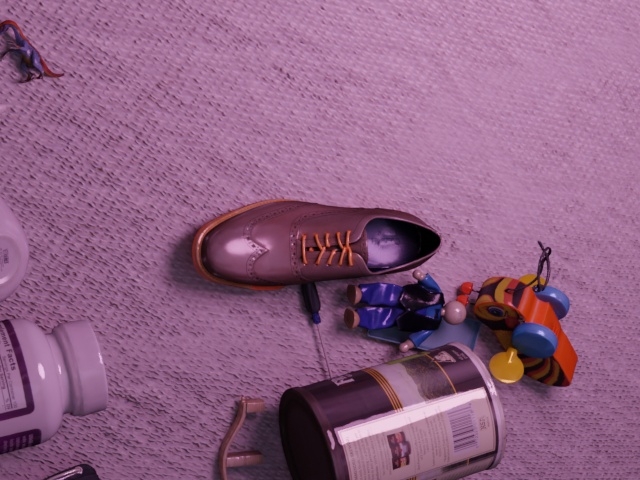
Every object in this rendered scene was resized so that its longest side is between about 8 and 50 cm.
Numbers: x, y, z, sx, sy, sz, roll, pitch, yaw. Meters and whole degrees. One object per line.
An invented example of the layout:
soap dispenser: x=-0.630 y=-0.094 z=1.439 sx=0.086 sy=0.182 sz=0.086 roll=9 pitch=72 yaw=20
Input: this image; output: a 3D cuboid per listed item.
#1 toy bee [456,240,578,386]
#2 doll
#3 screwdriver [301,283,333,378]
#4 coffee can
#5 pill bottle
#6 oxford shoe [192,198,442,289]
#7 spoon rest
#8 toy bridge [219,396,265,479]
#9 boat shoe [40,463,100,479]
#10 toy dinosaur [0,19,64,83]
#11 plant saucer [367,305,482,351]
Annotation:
toy bee: x=0.301 y=0.106 z=1.999 sx=0.195 sy=0.162 sz=0.298 roll=-47 pitch=136 yaw=-49
doll: x=0.130 y=0.107 z=1.944 sx=0.189 sy=0.046 sz=0.129 roll=3 pitch=98 yaw=-20
screwdriver: x=0.000 y=0.136 z=1.920 sx=0.024 sy=0.025 sz=0.170 roll=-20 pitch=101 yaw=-20
coffee can: x=0.103 y=0.279 z=1.896 sx=0.275 sy=0.201 sz=0.201 roll=-14 pitch=104 yaw=-22
pill bottle: x=-0.435 y=0.194 z=1.661 sx=0.301 sy=0.169 sz=0.169 roll=-12 pitch=104 yaw=-22
oxford shoe: x=0.000 y=0.000 z=1.833 sx=0.363 sy=0.133 sz=0.130 roll=-6 pitch=92 yaw=-24
spoon rest: x=-0.440 y=-0.044 z=1.668 sx=0.137 sy=0.084 sz=0.276 roll=-15 pitch=114 yaw=-43
toy bridge: x=-0.117 y=0.321 z=1.901 sx=0.063 sy=0.026 sz=0.188 roll=-2 pitch=99 yaw=-23
boat shoe: x=-0.432 y=0.395 z=1.741 sx=0.302 sy=0.091 sz=0.114 roll=-18 pitch=150 yaw=-22
toy dinosaur: x=-0.388 y=-0.248 z=1.689 sx=0.090 sy=0.047 sz=0.082 roll=-17 pitch=98 yaw=-55
plant saucer: x=0.160 y=0.135 z=1.998 sx=0.192 sy=0.018 sz=0.067 roll=16 pitch=92 yaw=-26
